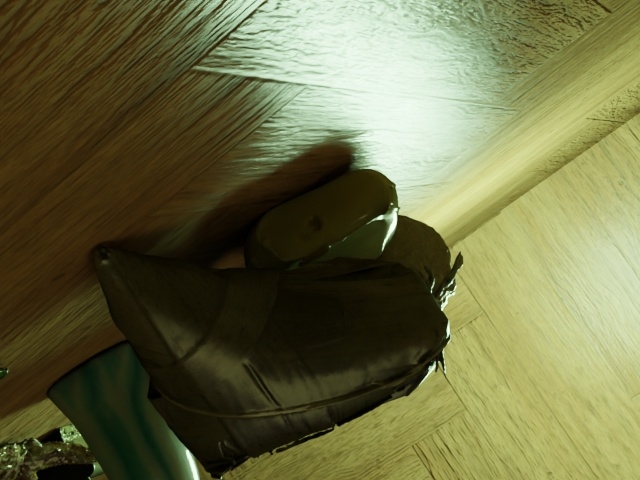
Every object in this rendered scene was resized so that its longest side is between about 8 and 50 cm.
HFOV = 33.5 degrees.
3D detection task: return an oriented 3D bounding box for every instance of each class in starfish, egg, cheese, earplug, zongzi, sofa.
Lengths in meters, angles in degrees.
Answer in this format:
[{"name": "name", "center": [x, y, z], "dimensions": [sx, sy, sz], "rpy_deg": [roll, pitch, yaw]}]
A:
[{"name": "starfish", "center": [-0.586, 0.472, 2.015], "dimensions": [0.384, 0.132, 0.398], "rpy_deg": [-45, 159, 19]}, {"name": "egg", "center": [0.089, 0.081, 1.913], "dimensions": [0.310, 0.279, 0.279], "rpy_deg": [-27, 176, 34]}, {"name": "cheese", "center": [0.000, 0.000, 1.668], "dimensions": [0.260, 0.128, 0.316], "rpy_deg": [-24, 164, -7]}, {"name": "earplug", "center": [-0.303, 0.349, 1.799], "dimensions": [0.185, 0.324, 0.185], "rpy_deg": [-32, 170, -6]}, {"name": "zongzi", "center": [-0.006, 0.081, 1.396], "dimensions": [0.500, 0.218, 0.467], "rpy_deg": [-22, 148, -8]}, {"name": "sofa", "center": [-0.555, 0.519, 2.271], "dimensions": [0.258, 0.182, 0.200], "rpy_deg": [-35, 172, 8]}]

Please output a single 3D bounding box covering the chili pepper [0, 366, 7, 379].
[{"name": "chili pepper", "center": [-0.439, 0.177, 1.393], "dimensions": [0.027, 0.022, 0.083], "rpy_deg": [-1, 176, 9]}]
